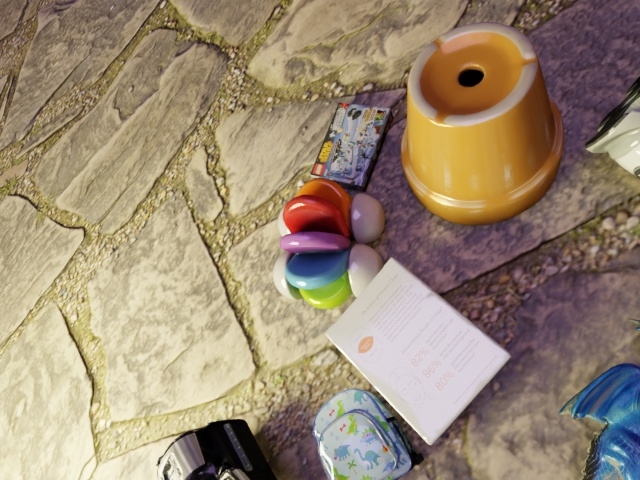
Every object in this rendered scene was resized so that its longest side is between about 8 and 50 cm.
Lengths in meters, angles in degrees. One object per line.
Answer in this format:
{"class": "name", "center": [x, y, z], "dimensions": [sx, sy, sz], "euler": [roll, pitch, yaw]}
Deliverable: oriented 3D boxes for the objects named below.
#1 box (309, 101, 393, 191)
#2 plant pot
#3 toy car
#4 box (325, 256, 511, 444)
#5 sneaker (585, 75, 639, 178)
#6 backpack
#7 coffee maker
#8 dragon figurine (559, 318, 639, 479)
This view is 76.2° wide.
{"class": "box", "center": [0.050, -0.152, 0.658], "dimensions": [0.093, 0.027, 0.137], "euler": [17, 80, 26]}
{"class": "plant pot", "center": [0.189, -0.145, 0.501], "dimensions": [0.205, 0.188, 0.205], "euler": [-8, 70, 22]}
{"class": "toy car", "center": [0.000, 0.000, 0.567], "dimensions": [0.159, 0.136, 0.182], "euler": [-3, 72, 23]}
{"class": "box", "center": [0.117, 0.128, 0.498], "dimensions": [0.130, 0.091, 0.170], "euler": [-49, 61, 3]}
{"class": "sneaker", "center": [0.459, -0.189, 0.452], "dimensions": [0.146, 0.122, 0.331], "euler": [38, 90, 11]}
{"class": "backpack", "center": [0.046, 0.243, 0.495], "dimensions": [0.105, 0.084, 0.114], "euler": [-38, 59, 6]}
{"class": "coffee maker", "center": [-0.099, 0.329, 0.508], "dimensions": [0.120, 0.171, 0.178], "euler": [-47, 44, -4]}
{"class": "dragon figurine", "center": [0.298, 0.176, 0.402], "dimensions": [0.289, 0.085, 0.144], "euler": [-34, 60, 5]}
